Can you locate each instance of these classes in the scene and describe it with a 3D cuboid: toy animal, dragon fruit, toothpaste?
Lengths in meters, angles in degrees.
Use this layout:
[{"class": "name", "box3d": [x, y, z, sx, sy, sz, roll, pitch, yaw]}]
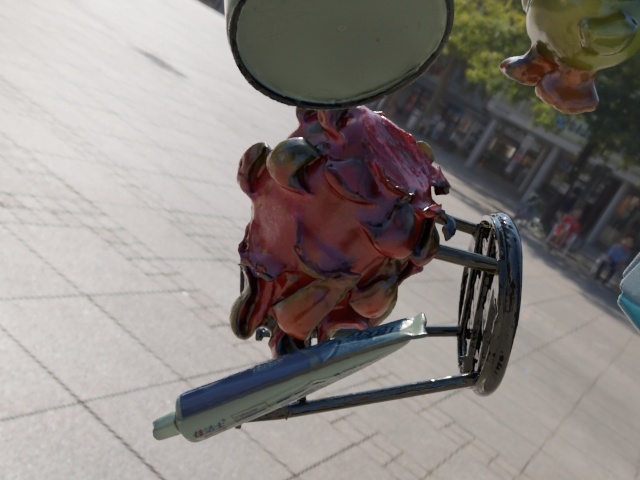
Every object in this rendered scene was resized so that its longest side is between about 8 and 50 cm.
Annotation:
[{"class": "toy animal", "box3d": [0.433, -0.380, 1.269, 0.191, 0.338, 0.216, -3, 35, -25]}, {"class": "dragon fruit", "box3d": [0.008, -0.007, 0.902, 0.228, 0.307, 0.243, 20, -30, -20]}, {"class": "toothpaste", "box3d": [-0.030, 0.124, 0.723, 0.069, 0.269, 0.047, 51, 19, -62]}]

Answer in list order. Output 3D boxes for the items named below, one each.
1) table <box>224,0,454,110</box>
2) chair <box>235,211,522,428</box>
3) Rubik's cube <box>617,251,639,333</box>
[{"class": "table", "box3d": [0.000, -0.203, 0.498, 0.126, 0.126, 0.219, 21, 49, -37]}, {"class": "chair", "box3d": [0.094, 0.087, 1.332, 0.411, 0.364, 0.362, 7, 16, -1]}, {"class": "Rubik's cube", "box3d": [0.646, 0.093, 1.017, 0.347, 0.351, 0.352, 30, 21, -19]}]
